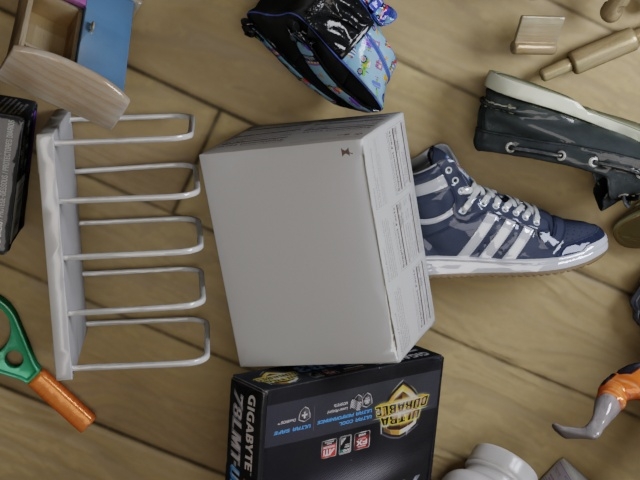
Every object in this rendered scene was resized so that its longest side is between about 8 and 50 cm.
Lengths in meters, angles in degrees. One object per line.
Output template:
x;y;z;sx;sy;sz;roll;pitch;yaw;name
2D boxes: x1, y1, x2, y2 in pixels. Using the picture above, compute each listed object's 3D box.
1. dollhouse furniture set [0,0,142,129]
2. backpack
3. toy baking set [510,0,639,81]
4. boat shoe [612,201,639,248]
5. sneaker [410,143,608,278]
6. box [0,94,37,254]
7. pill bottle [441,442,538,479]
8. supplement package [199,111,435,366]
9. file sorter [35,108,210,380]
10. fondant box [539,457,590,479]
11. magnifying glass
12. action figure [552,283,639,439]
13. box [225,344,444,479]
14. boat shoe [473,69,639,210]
-0.245;-0.323;1.456;0.286;0.198;0.303;24;127;-23;dollhouse furniture set
0.020;-0.231;1.607;0.173;0.158;0.117;43;79;-26;backpack
0.341;-0.285;1.631;0.256;0.030;0.197;-20;139;-5;toy baking set
0.436;-0.037;1.744;0.153;0.048;0.056;-25;116;8;boat shoe
0.208;-0.040;1.692;0.282;0.099;0.153;-3;106;-1;sneaker
-0.473;-0.093;1.601;0.270;0.143;0.165;8;102;-6;box
0.181;0.365;1.740;0.121;0.121;0.216;41;65;-12;pill bottle
0.000;0.000;1.625;0.204;0.145;0.262;-4;105;23;supplement package
-0.222;-0.005;1.616;0.173;0.193;0.277;-3;104;-4;file sorter
0.296;0.484;1.827;0.238;0.096;0.330;41;96;-12;fondant box
-0.371;0.151;1.729;0.092;0.026;0.231;-44;104;6;magnifying glass
0.483;0.207;1.724;0.330;0.178;0.341;-45;108;-9;action figure
0.015;0.288;1.690;0.295;0.073;0.293;-6;105;-41;box
0.341;-0.094;1.676;0.340;0.127;0.113;20;102;-7;boat shoe
